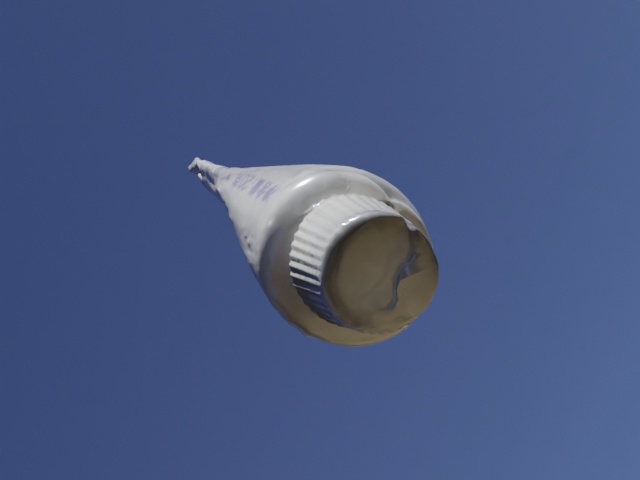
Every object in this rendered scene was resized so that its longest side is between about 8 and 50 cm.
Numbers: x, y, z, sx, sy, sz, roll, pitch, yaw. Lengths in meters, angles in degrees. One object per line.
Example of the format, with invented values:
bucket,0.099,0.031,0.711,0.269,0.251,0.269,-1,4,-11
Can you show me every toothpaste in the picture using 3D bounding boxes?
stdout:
toothpaste,0.001,0.002,0.635,0.068,0.099,0.282,-26,8,-5
